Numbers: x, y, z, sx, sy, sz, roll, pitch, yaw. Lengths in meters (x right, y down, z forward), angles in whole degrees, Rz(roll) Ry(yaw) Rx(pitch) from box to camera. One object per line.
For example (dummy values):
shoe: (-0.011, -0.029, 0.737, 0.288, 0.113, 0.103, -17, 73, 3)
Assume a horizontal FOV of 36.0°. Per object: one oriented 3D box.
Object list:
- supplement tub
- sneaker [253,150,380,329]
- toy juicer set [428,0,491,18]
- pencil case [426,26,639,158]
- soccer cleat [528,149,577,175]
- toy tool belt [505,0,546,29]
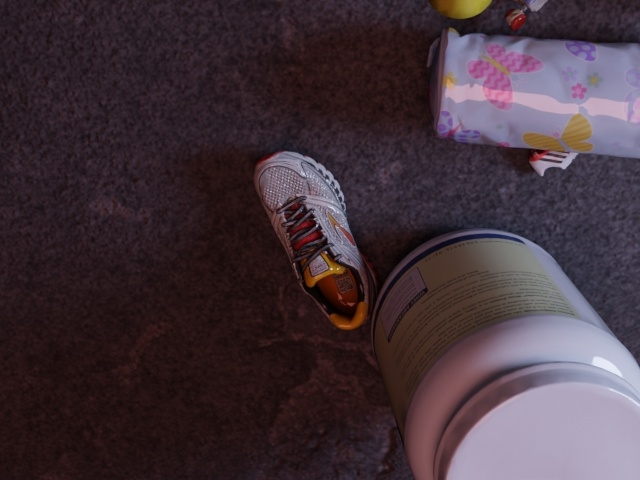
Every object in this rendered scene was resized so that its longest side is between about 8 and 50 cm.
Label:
supplement tub: (0.186, 0.146, 0.995, 0.235, 0.325, 0.235, -2, 112, -5)
sneaker: (0.000, 0.000, 1.097, 0.088, 0.093, 0.225, -29, 105, 15)
toy juicer set: (0.113, -0.392, 0.945, 0.209, 0.089, 0.329, 20, 86, 6)
pencil case: (0.244, -0.153, 1.002, 0.273, 0.113, 0.124, 3, 68, 4)
soccer cleat: (0.268, -0.097, 1.071, 0.083, 0.029, 0.036, -23, 116, 17)
toy tool belt: (0.210, -0.261, 1.006, 0.083, 0.052, 0.051, -46, 69, 16)
